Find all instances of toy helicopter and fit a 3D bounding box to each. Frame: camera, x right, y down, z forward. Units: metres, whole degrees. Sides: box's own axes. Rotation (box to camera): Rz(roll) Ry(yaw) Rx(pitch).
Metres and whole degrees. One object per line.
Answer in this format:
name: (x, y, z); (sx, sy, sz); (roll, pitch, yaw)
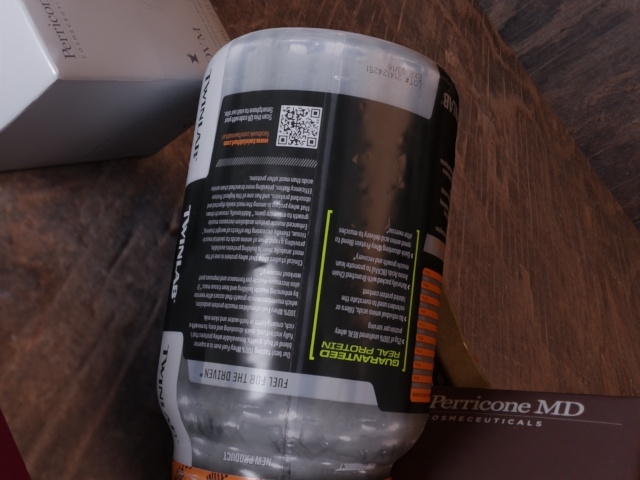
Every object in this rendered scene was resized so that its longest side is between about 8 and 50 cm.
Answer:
toy helicopter: (0.133, 0.110, 0.841); (0.235, 0.140, 0.355); (-114, -178, -72)

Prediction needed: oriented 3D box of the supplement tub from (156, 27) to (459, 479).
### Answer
supplement tub: (-0.009, 0.029, 0.572); (0.193, 0.193, 0.316); (19, 75, -50)

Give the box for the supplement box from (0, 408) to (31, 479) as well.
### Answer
supplement box: (-0.199, 0.137, 0.374); (0.104, 0.081, 0.188); (-15, 77, -61)

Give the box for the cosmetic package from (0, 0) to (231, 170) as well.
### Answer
cosmetic package: (-0.206, -0.183, 0.605); (0.224, 0.138, 0.224); (62, 30, 4)

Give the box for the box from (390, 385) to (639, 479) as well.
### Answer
box: (0.117, 0.273, 0.541); (0.381, 0.191, 0.143); (-51, 131, -51)
